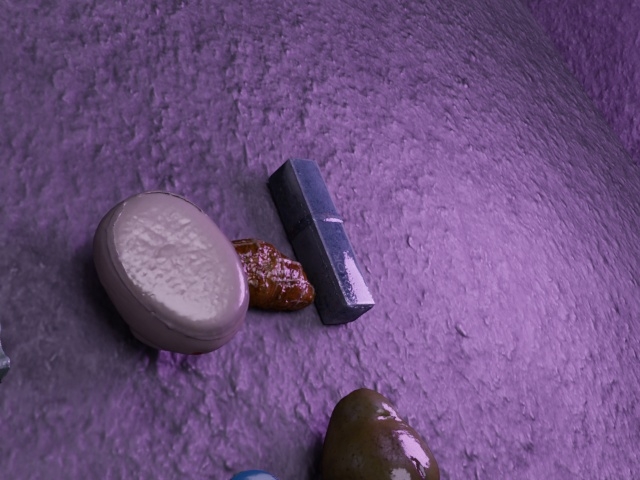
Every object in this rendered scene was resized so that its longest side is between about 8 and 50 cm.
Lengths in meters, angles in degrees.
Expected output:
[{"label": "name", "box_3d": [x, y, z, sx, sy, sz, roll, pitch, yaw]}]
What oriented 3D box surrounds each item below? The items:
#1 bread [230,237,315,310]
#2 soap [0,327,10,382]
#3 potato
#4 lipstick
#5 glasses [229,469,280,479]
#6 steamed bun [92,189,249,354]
[{"label": "bread", "box_3d": [-0.092, 0.048, 1.181, 0.233, 0.076, 0.105, 18, 49, -35]}, {"label": "soap", "box_3d": [-0.421, 0.136, 0.762, 0.198, 0.114, 0.063, -3, 60, -44]}, {"label": "potato", "box_3d": [0.072, 0.292, 1.067, 0.157, 0.157, 0.194, 15, 41, -35]}, {"label": "lipstick", "box_3d": [0.000, 0.000, 1.305, 0.077, 0.076, 0.289, 2, 57, -44]}, {"label": "glasses", "box_3d": [-0.046, 0.361, 0.880, 0.207, 0.102, 0.239, -5, 83, -72]}, {"label": "steamed bun", "box_3d": [-0.199, 0.050, 1.030, 0.228, 0.131, 0.177, 49, 48, 0]}]
